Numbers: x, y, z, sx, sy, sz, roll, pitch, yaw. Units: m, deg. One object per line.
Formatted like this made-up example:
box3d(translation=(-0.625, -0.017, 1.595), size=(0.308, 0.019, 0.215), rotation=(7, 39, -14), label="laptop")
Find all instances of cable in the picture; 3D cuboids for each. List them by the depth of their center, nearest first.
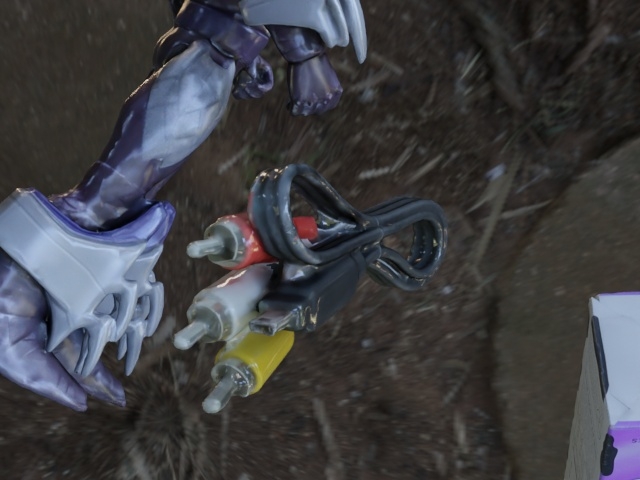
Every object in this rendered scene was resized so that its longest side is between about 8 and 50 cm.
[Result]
box3d(translation=(0.000, 0.000, 0.997), size=(0.072, 0.287, 0.139), rotation=(6, 108, 24), label="cable")

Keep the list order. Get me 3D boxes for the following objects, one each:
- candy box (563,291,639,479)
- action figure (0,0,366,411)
box3d(translation=(0.199, 0.105, 0.710), size=(0.164, 0.196, 0.070), rotation=(-2, 52, 2), label="candy box")
box3d(translation=(-0.052, -0.068, 0.663), size=(0.099, 0.185, 0.285), rotation=(31, 89, -9), label="action figure")
